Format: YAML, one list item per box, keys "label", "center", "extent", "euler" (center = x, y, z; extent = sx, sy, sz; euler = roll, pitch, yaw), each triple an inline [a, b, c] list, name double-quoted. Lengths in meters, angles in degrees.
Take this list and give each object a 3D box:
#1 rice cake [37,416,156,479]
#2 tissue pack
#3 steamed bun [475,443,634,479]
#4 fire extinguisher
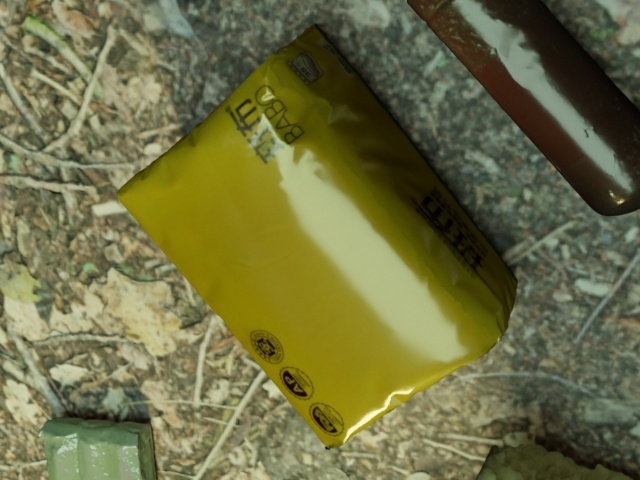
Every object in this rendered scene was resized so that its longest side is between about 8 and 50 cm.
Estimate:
- label: "rice cake"
  center: [-0.216, 0.287, 1.091]
  extent: [0.127, 0.043, 0.237]
  euler: [4, 113, 19]
- label: "tissue pack"
  center: [0.000, 0.000, 0.831]
  extent: [0.192, 0.134, 0.271]
  euler: [-38, 95, 29]
- label: "steamed bun"
  center: [0.188, 0.294, 0.811]
  extent: [0.272, 0.290, 0.273]
  euler: [47, 130, 14]
- label: "fire extinguisher"
  center: [0.182, -0.101, 0.756]
  extent: [0.089, 0.072, 0.268]
  euler: [-43, 92, -3]
